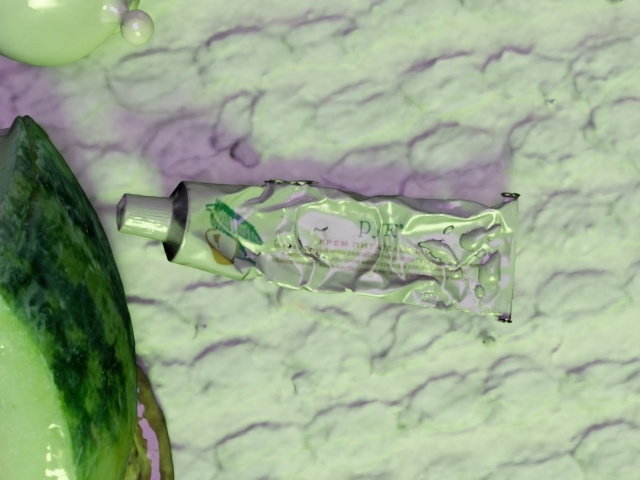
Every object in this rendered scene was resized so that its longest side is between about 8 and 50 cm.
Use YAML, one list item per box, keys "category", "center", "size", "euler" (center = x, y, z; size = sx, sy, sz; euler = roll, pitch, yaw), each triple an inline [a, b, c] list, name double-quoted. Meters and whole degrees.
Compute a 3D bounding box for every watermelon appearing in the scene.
- category: "watermelon"
  center: [-0.215, 0.087, 0.665]
  size: [0.231, 0.193, 0.310]
  euler: [0, 104, -25]

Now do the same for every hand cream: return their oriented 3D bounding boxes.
- category: "hand cream"
  center: [-0.001, 0.000, 0.723]
  size: [0.256, 0.050, 0.084]
  euler: [5, 94, -7]

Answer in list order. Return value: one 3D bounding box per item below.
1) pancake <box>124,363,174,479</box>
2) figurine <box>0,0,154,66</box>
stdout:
- category: "pancake"
  center: [-0.196, 0.136, 0.738]
  size: [0.190, 0.020, 0.184]
  euler: [-30, 93, 0]
- category: "figurine"
  center: [-0.203, -0.198, 0.668]
  size: [0.256, 0.144, 0.182]
  euler: [24, 89, -4]
